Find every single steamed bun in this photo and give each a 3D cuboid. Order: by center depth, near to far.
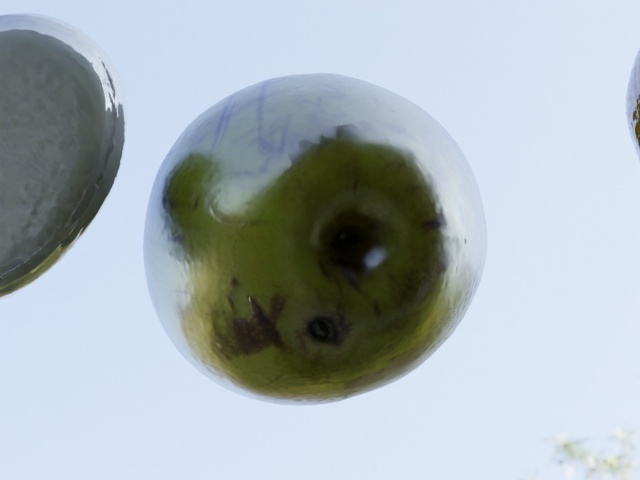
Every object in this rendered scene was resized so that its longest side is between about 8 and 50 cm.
[{"bbox_3d":[-0.241,-0.059,1.182,0.177,0.228,0.131,34,-7,-2],"label":"steamed bun"}]

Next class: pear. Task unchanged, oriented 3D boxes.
[{"bbox_3d":[0.000,0.000,1.240,0.284,0.283,0.283,-6,-41,-5],"label":"pear"}]

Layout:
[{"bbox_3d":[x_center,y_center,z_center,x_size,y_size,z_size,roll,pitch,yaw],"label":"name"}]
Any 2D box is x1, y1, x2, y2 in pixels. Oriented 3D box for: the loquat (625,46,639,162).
[{"bbox_3d":[0.310,-0.079,1.087,0.208,0.208,0.208,-6,-41,-5],"label":"loquat"}]
